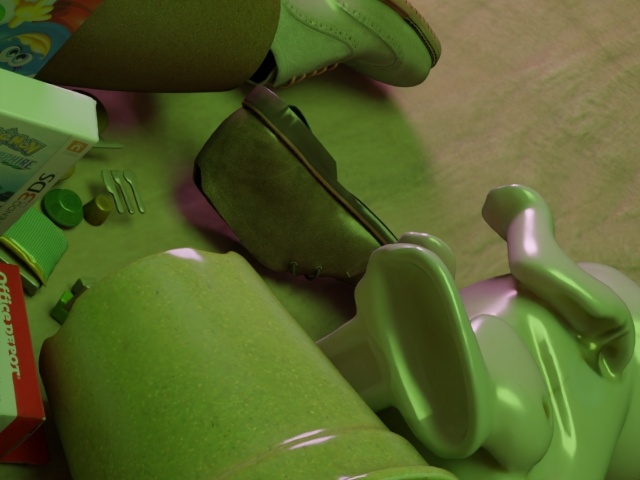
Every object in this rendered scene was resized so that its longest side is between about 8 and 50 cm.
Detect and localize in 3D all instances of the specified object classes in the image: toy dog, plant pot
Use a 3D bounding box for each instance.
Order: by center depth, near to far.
[{"bbox_3d":[-0.074,0.152,1.158,0.276,0.276,0.254,3,46,-46],"label":"plant pot"},{"bbox_3d":[0.180,0.142,1.362,0.408,0.284,0.395,-16,69,-48],"label":"toy dog"},{"bbox_3d":[-0.169,-0.221,1.391,0.254,0.237,0.237,20,45,-37],"label":"plant pot"}]

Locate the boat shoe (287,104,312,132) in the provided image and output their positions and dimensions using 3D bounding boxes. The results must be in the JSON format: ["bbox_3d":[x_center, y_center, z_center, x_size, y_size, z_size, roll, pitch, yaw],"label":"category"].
[{"bbox_3d":[-0.015,-0.071,1.586,0.049,0.042,0.133,-2,61,-51],"label":"boat shoe"}]

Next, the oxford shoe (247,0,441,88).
[{"bbox_3d":[-0.032,-0.213,1.656,0.397,0.140,0.146,19,74,-39],"label":"oxford shoe"}]

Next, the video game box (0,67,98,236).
[{"bbox_3d":[-0.293,-0.063,1.154,0.205,0.187,0.048,15,48,-38],"label":"video game box"}]

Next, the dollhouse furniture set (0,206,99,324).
[{"bbox_3d":[-0.193,0.020,1.296,0.152,0.058,0.076,41,36,-13],"label":"dollhouse furniture set"}]

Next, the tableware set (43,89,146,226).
[{"bbox_3d":[-0.217,-0.078,1.394,0.104,0.024,0.154,-3,61,-44],"label":"tableware set"}]

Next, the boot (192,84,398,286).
[{"bbox_3d":[0.000,0.000,1.508,0.305,0.115,0.112,47,-6,-24],"label":"boot"}]

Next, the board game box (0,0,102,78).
[{"bbox_3d":[-0.288,-0.183,1.191,0.142,0.275,0.144,8,53,-43],"label":"board game box"}]

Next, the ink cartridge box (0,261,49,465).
[{"bbox_3d":[-0.279,0.078,1.134,0.231,0.078,0.134,13,49,-41],"label":"ink cartridge box"}]
